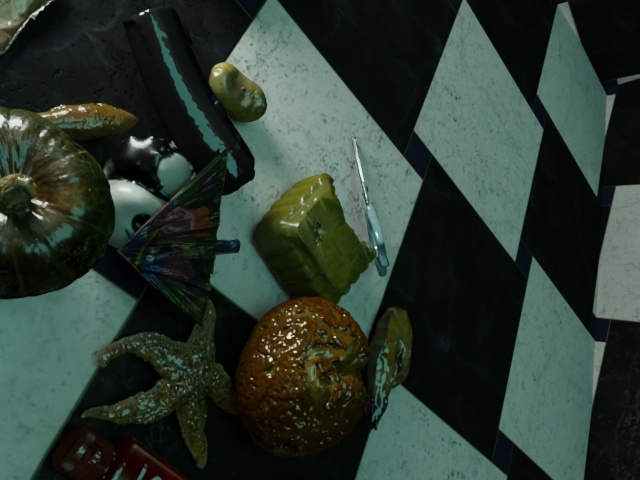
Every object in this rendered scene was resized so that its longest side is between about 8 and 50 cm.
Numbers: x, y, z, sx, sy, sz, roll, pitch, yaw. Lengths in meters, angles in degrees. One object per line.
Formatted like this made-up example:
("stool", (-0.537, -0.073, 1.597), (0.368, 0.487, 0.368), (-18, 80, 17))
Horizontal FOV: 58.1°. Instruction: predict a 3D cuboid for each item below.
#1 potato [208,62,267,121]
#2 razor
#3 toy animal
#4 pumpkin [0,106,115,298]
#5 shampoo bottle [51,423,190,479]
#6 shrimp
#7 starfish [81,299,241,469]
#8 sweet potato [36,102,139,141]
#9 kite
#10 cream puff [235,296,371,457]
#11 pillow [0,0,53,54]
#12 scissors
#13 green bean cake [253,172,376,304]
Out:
("potato", (-0.168, -0.292, 1.149), (0.138, 0.070, 0.091), (36, 64, -34))
("razor", (-0.227, -0.239, 1.013), (0.327, 0.107, 0.189), (64, 2, -16))
("toy animal", (-0.286, -0.067, 0.936), (0.166, 0.138, 0.179), (42, 59, -65))
("pumpkin", (-0.399, -0.048, 0.755), (0.260, 0.189, 0.260), (4, 80, -26))
("shampoo bottle", (-0.274, 0.403, 0.904), (0.314, 0.076, 0.118), (51, 55, -26))
("shrimp", (0.169, 0.310, 1.387), (0.164, 0.062, 0.317), (41, 53, -36))
("starfish", (-0.232, 0.256, 0.989), (0.299, 0.060, 0.302), (-50, 118, -41))
("sweet potato", (-0.389, -0.189, 0.918), (0.206, 0.060, 0.068), (-14, 55, -45))
("kite", (-0.221, 0.002, 0.928), (0.234, 0.016, 0.321), (-3, 108, -46))
("cream puff", (-0.015, 0.256, 1.091), (0.303, 0.212, 0.303), (10, 77, -51))
("pillow", (-0.488, -0.377, 0.866), (0.135, 0.034, 0.211), (44, 56, -33))
("scissors", (0.117, -0.095, 1.387), (0.191, 0.029, 0.360), (75, 6, -73))
("green bean cake", (0.000, 0.000, 1.227), (0.236, 0.124, 0.233), (57, 48, -21))
